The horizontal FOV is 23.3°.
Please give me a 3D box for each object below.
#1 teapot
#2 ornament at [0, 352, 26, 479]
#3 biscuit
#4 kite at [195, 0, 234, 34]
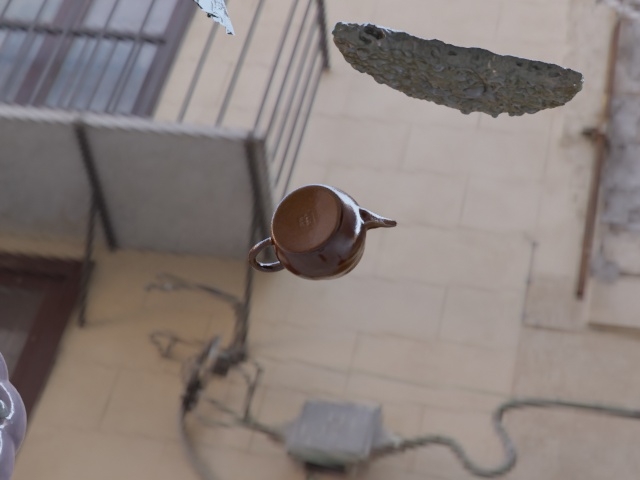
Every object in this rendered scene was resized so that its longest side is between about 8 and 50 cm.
[{"bbox_3d":[0.000,0.000,1.759,0.173,0.116,0.116,-21,-52,14],"label":"teapot"},{"bbox_3d":[-0.298,0.133,1.117,0.177,0.177,0.177,8,-42,8],"label":"ornament"},{"bbox_3d":[0.135,-0.162,1.559,0.250,0.032,0.133,13,-17,7],"label":"biscuit"},{"bbox_3d":[-0.156,-0.242,1.302,0.229,0.250,0.012,40,-71,12],"label":"kite"}]
